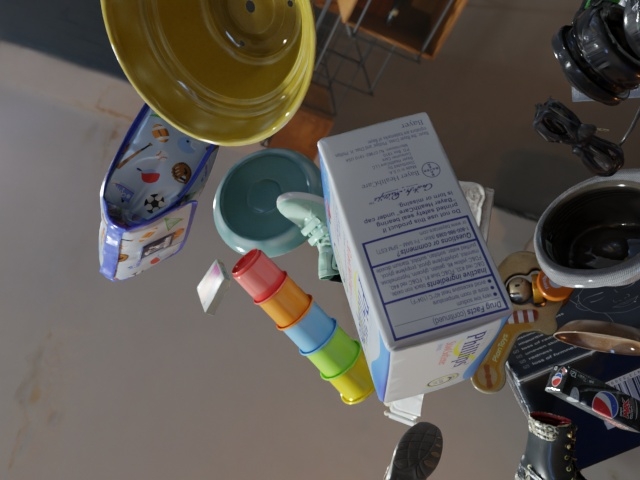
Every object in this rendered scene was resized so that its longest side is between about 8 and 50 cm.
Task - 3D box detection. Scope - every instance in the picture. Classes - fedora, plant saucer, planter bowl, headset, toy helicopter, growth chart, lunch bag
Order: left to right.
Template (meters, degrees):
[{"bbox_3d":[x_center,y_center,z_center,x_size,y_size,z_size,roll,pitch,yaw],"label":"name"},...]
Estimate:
[{"bbox_3d":[-0.411,-0.110,1.513,0.238,0.328,0.386,27,-123,-8],"label":"lunch bag"},{"bbox_3d":[-0.082,-0.202,0.555,0.217,0.217,0.090,35,-140,6],"label":"planter bowl"},{"bbox_3d":[-0.141,-0.110,1.625,0.318,0.317,0.044,49,178,25],"label":"plant saucer"},{"bbox_3d":[0.265,0.450,1.898,0.021,0.237,0.172,6,-173,-37],"label":"growth chart"},{"bbox_3d":[0.437,0.189,1.474,0.234,0.355,0.140,23,173,21],"label":"toy helicopter"},{"bbox_3d":[0.582,0.195,1.261,0.198,0.198,0.036,18,-105,-16],"label":"plant saucer"},{"bbox_3d":[0.533,-0.001,1.123,0.124,0.275,0.244,35,-122,-30],"label":"fedora"},{"bbox_3d":[0.373,-0.262,0.747,0.185,0.243,0.394,26,-106,-17],"label":"headset"}]

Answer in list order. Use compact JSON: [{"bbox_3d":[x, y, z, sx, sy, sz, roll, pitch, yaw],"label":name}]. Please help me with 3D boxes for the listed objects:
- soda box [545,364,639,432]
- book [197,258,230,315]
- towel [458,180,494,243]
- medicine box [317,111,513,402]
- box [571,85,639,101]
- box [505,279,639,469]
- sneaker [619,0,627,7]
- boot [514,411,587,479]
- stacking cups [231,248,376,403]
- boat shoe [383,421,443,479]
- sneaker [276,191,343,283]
[{"bbox_3d":[0.497,0.284,1.113,0.168,0.060,0.053,27,-103,-5],"label":"soda box"},{"bbox_3d":[-0.260,0.111,1.516,0.035,0.096,0.144,26,-171,-22],"label":"book"},{"bbox_3d":[0.219,-0.039,1.314,0.282,0.187,0.049,6,178,24],"label":"towel"},{"bbox_3d":[0.109,0.033,0.821,0.149,0.263,0.289,-15,-117,-3],"label":"medicine box"},{"bbox_3d":[0.816,-0.430,1.430,0.343,0.179,0.312,-8,-169,-6],"label":"box"},{"bbox_3d":[0.711,0.278,1.603,0.297,0.479,0.472,62,-172,-14],"label":"box"},{"bbox_3d":[0.617,-0.539,1.264,0.137,0.210,0.366,9,-170,3],"label":"sneaker"},{"bbox_3d":[0.539,0.484,1.321,0.236,0.179,0.085,13,-166,38],"label":"boot"},{"bbox_3d":[-0.023,0.140,1.055,0.316,0.096,0.096,49,-149,-16],"label":"stacking cups"},{"bbox_3d":[0.227,0.632,1.662,0.123,0.116,0.324,31,-127,12],"label":"boat shoe"},{"bbox_3d":[0.001,0.000,1.385,0.255,0.094,0.151,30,-127,-10],"label":"sneaker"}]
